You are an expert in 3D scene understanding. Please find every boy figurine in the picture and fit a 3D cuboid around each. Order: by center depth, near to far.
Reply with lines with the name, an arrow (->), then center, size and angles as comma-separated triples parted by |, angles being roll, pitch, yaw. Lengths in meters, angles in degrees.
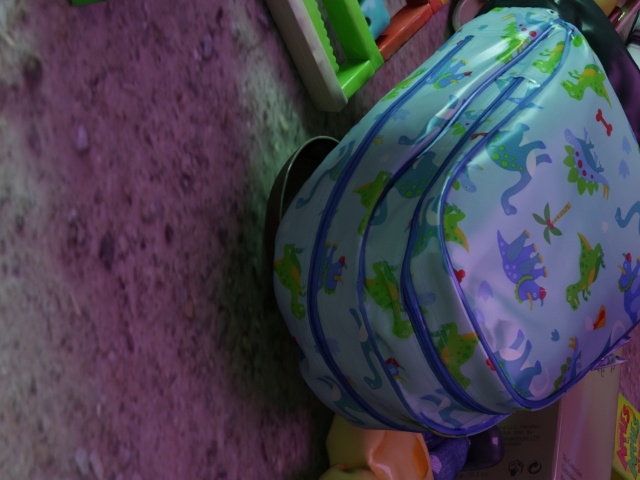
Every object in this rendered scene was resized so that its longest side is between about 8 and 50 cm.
boy figurine -> 0.062, 0.183, 1.335 | 0.285, 0.092, 0.177 | -25, 110, -63

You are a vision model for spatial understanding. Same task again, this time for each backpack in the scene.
backpack -> 0.125, -0.003, 1.258 | 0.355, 0.273, 0.290 | -31, 113, -23

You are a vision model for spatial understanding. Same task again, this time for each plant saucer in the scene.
plant saucer -> 0.000, 0.000, 1.317 | 0.168, 0.029, 0.168 | 14, 73, -59

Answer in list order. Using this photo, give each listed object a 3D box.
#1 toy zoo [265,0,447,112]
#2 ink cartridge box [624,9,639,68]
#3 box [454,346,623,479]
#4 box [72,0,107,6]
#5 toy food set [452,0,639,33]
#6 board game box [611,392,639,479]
toy zoo -> 0.056, -0.271, 1.371 | 0.293, 0.030, 0.192 | -47, 128, -31
ink cartridge box -> 0.477, -0.153, 1.875 | 0.166, 0.285, 0.395 | 103, 11, -52
box -> 0.214, 0.123, 1.585 | 0.148, 0.121, 0.311 | 45, 48, -48
box -> -0.027, -0.272, 1.079 | 0.231, 0.262, 0.126 | -51, 129, -53
toy food set -> 0.281, -0.248, 1.688 | 0.306, 0.092, 0.220 | -50, 137, -10
board game box -> 0.350, 0.245, 1.889 | 0.181, 0.043, 0.092 | 41, 51, -51
